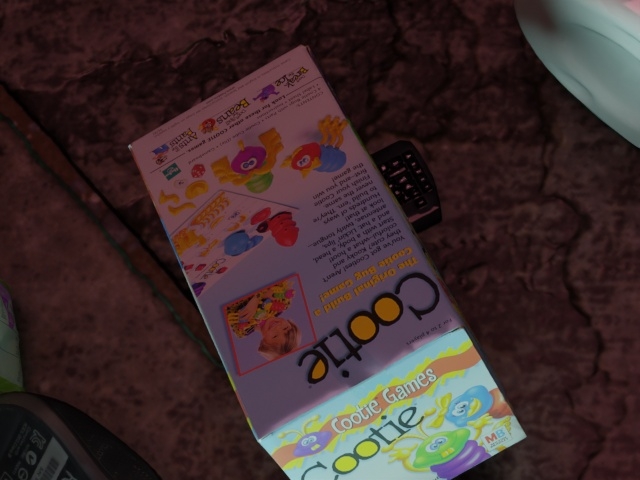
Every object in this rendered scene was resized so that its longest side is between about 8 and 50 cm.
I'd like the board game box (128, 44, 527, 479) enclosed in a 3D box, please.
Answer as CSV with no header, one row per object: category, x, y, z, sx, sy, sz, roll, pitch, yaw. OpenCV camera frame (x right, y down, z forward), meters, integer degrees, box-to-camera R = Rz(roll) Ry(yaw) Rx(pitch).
board game box,0.001,0.030,1.162,0.144,0.142,0.275,-29,49,3

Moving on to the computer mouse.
computer mouse,-0.148,0.213,1.213,0.272,0.072,0.188,45,115,26

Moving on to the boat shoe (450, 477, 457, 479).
boat shoe,0.014,0.287,1.143,0.116,0.123,0.324,2,60,16

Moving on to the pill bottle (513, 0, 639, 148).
pill bottle,0.321,-0.240,1.231,0.204,0.204,0.361,38,81,22

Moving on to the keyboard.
keyboard,0.000,0.000,1.294,0.192,0.038,0.100,-29,67,0

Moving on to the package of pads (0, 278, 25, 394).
package of pads,-0.343,0.062,1.197,0.229,0.296,0.101,-11,73,7
